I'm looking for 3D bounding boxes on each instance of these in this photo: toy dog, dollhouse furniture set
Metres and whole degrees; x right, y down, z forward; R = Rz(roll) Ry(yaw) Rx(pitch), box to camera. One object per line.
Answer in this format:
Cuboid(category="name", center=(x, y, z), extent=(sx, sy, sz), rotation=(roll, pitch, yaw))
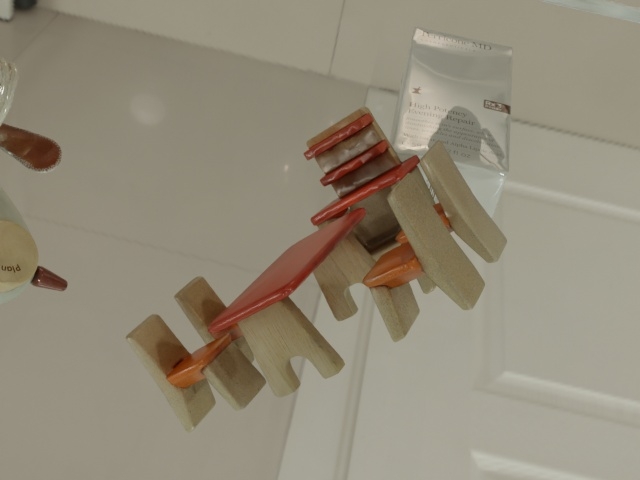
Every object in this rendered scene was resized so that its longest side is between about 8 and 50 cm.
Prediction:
Cuboid(category="toy dog", center=(-0.392, -0.053, 1.117), extent=(0.220, 0.333, 0.161), rotation=(1, 173, 43))
Cuboid(category="dollhouse furniture set", center=(0.000, 0.000, 0.707), extent=(0.262, 0.259, 0.135), rotation=(-28, 99, 31))

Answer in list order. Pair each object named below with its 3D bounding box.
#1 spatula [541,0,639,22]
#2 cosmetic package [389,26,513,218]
Cuboid(category="spatula", center=(0.313, -0.264, 0.844), extent=(0.242, 0.019, 0.168), rotation=(25, 131, 34))
Cuboid(category="cosmetic package", center=(0.133, -0.122, 0.932), extent=(0.117, 0.231, 0.085), rotation=(12, 136, 1))
